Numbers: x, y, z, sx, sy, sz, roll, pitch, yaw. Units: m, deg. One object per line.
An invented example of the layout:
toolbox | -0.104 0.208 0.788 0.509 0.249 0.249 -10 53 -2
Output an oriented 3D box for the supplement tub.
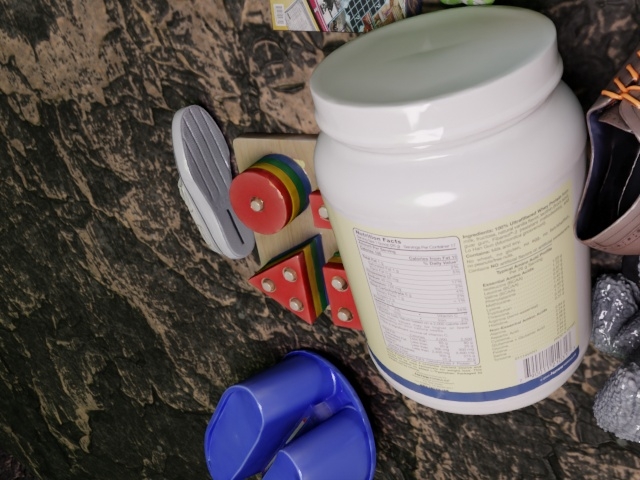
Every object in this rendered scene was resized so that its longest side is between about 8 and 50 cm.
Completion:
supplement tub | 0.127 -0.024 0.603 0.235 0.235 0.325 5 130 31

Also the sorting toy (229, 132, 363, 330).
sorting toy | 0.000 0.000 0.830 0.255 0.089 0.257 7 123 31

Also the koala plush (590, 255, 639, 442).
koala plush | 0.348 0.041 0.568 0.203 0.196 0.222 -1 118 17

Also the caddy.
caddy | -0.043 0.329 1.023 0.241 0.179 0.341 54 138 26

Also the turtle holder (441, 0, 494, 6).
turtle holder | 0.150 -0.289 0.440 0.227 0.243 0.320 28 129 -9

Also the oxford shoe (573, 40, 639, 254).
oxford shoe | 0.254 -0.110 0.450 0.097 0.098 0.272 -128 41 -61

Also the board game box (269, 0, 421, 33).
board game box | 0.016 -0.333 0.633 0.164 0.042 0.244 12 125 27

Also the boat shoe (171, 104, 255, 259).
boat shoe | -0.167 -0.074 0.897 0.075 0.083 0.227 1 115 41
